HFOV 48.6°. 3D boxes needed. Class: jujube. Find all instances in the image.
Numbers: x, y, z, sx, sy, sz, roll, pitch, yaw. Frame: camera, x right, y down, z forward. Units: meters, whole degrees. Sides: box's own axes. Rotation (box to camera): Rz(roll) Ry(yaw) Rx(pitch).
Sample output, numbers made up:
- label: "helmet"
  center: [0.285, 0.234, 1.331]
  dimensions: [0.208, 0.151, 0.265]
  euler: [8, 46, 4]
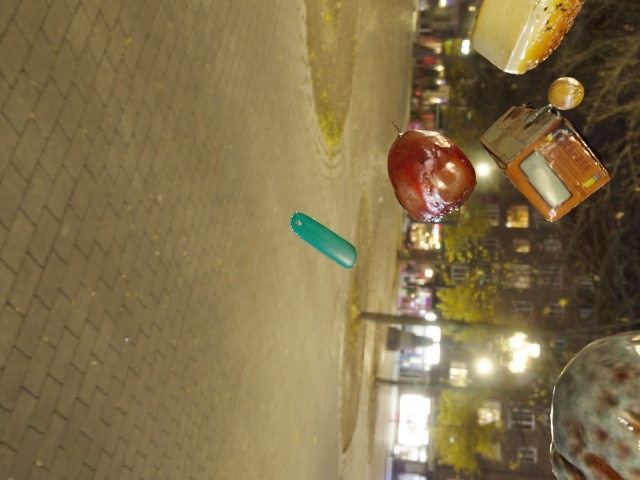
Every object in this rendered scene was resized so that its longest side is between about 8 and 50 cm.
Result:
- label: "jujube"
  center: [0.386, 0.226, 0.737]
  dimensions: [0.216, 0.308, 0.246]
  euler: [-61, 166, 20]

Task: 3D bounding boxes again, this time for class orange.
- label: "orange"
  center: [0.577, -0.346, 1.668]
  dimensions: [0.085, 0.084, 0.085]
  euler: [3, 90, -82]

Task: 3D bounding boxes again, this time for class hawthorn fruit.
- label: "hawthorn fruit"
  center: [0.214, -0.153, 1.501]
  dimensions: [0.235, 0.181, 0.181]
  euler: [50, 5, 7]

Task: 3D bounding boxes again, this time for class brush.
- label: "brush"
  center: [0.000, 0.000, 1.159]
  dimensions: [0.193, 0.032, 0.043]
  euler: [32, 69, -48]

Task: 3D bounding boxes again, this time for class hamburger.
- label: "hamburger"
  center: [0.422, -0.474, 1.395]
  dimensions: [0.300, 0.176, 0.300]
  euler: [-60, 167, -23]

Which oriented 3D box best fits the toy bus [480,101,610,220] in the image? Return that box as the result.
- label: "toy bus"
  center: [0.265, -0.113, 0.881]
  dimensions: [0.093, 0.092, 0.409]
  euler: [47, 15, -2]
